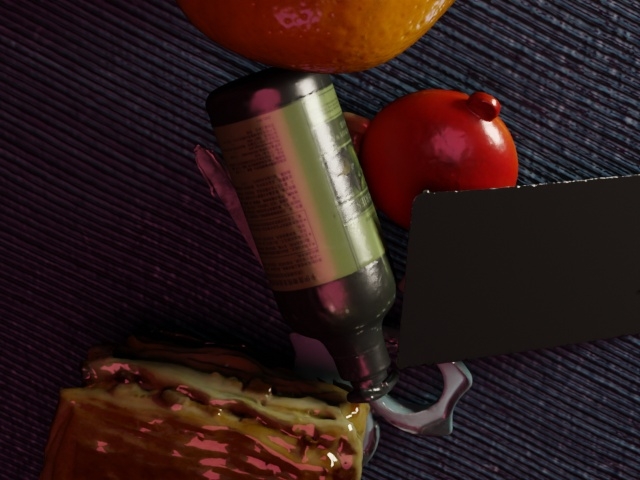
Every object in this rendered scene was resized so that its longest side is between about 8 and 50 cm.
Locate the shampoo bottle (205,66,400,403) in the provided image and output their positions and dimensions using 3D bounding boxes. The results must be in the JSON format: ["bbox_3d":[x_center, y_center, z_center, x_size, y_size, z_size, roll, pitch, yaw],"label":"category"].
[{"bbox_3d":[0.000,0.000,0.942,0.101,0.101,0.284,-17,102,11],"label":"shampoo bottle"}]

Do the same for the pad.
[{"bbox_3d":[0.187,0.022,0.982,0.265,0.009,0.159,-6,116,-21],"label":"pad"}]

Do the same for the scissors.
[{"bbox_3d":[-0.011,0.060,1.035,0.191,0.029,0.360,-23,117,21],"label":"scissors"}]

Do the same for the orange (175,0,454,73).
[{"bbox_3d":[0.002,-0.225,0.852,0.240,0.240,0.171,-16,152,10],"label":"orange"}]

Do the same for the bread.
[{"bbox_3d":[-0.108,0.246,1.069,0.277,0.167,0.324,13,109,8],"label":"bread"}]

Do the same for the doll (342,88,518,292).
[{"bbox_3d":[0.082,-0.050,0.984,0.183,0.085,0.217,22,129,-1],"label":"doll"}]
